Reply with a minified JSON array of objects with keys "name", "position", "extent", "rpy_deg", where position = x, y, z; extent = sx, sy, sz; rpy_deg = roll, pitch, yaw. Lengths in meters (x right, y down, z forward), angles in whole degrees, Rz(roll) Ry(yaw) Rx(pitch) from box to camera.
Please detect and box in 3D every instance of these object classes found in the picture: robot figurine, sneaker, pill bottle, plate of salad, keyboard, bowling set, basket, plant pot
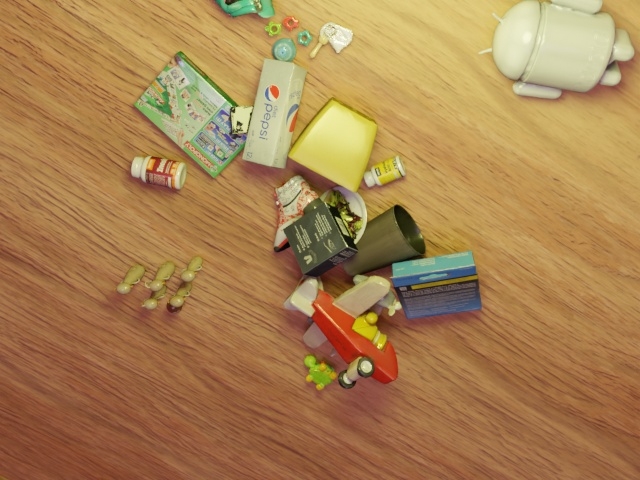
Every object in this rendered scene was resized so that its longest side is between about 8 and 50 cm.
[{"name":"robot figurine","position":[0.588,-0.489,1.583],"extent":[0.353,0.200,0.300],"rpy_deg":[11,134,3]},{"name":"sneaker","position":[-0.098,-0.086,1.946],"extent":[0.145,0.090,0.270],"rpy_deg":[53,136,12]},{"name":"pill bottle","position":[-0.494,-0.211,1.927],"extent":[0.152,0.086,0.086],"rpy_deg":[11,117,1]},{"name":"plate of salad","position":[0.049,-0.066,1.893],"extent":[0.200,0.048,0.200],"rpy_deg":[-5,82,34]},{"name":"keyboard","position":[-0.168,-0.336,1.821],"extent":[0.180,0.023,0.108],"rpy_deg":[-5,95,-9]},{"name":"pill bottle","position":[0.188,-0.199,1.855],"extent":[0.116,0.065,0.065],"rpy_deg":[-22,111,17]},{"name":"bowling set","position":[-0.504,0.178,2.084],"extent":[0.287,0.154,0.200],"rpy_deg":[-11,114,13]},{"name":"sneaker","position":[-0.151,-0.673,1.629],"extent":[0.295,0.124,0.178],"rpy_deg":[-25,106,26]},{"name":"basket","position":[0.173,0.011,1.914],"extent":[0.227,0.154,0.204],"rpy_deg":[-25,143,24]},{"name":"plant pot","position":[0.052,-0.282,1.765],"extent":[0.212,0.212,0.187],"rpy_deg":[28,106,-7]}]

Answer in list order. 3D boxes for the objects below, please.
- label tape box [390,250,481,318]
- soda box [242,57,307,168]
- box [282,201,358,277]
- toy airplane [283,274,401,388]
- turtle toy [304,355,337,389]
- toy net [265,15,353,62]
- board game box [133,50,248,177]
[{"name":"label tape box","position":[0.345,0.116,1.877],"extent":[0.241,0.106,0.333],"rpy_deg":[-10,150,12]},{"name":"soda box","position":[-0.125,-0.348,1.746],"extent":[0.098,0.091,0.286],"rpy_deg":[16,98,22]},{"name":"box","position":[0.000,0.000,1.823],"extent":[0.158,0.093,0.156],"rpy_deg":[-32,68,17]},{"name":"toy airplane","position":[0.080,0.235,1.974],"extent":[0.386,0.272,0.384],"rpy_deg":[16,127,39]},{"name":"turtle toy","position":[-0.005,0.455,2.206],"extent":[0.130,0.066,0.095],"rpy_deg":[41,114,-12]},{"name":"toy net","position":[-0.027,-0.559,1.719],"extent":[0.232,0.045,0.122],"rpy_deg":[-9,113,10]},{"name":"board game box","position":[-0.360,-0.365,1.856],"extent":[0.317,0.046,0.213],"rpy_deg":[43,115,-14]}]
